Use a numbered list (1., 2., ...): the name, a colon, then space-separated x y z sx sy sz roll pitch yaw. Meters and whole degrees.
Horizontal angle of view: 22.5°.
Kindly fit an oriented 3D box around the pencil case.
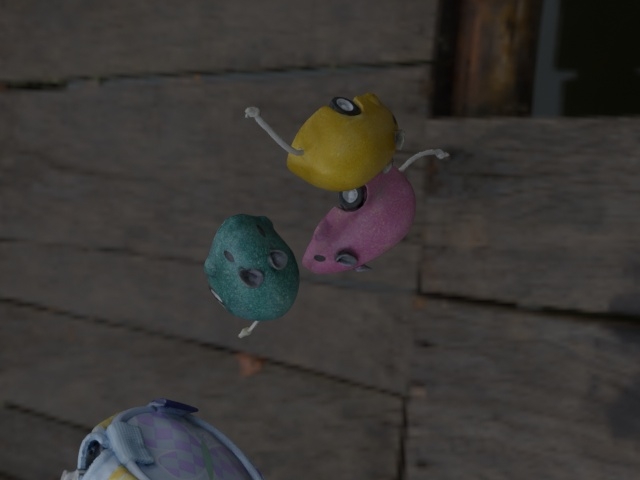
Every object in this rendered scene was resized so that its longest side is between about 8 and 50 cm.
1. pencil case: -0.130 0.218 0.864 0.273 0.124 0.113 -56 49 17

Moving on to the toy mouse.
1. toy mouse: 0.000 0.000 0.715 0.031 0.161 0.143 43 122 24
